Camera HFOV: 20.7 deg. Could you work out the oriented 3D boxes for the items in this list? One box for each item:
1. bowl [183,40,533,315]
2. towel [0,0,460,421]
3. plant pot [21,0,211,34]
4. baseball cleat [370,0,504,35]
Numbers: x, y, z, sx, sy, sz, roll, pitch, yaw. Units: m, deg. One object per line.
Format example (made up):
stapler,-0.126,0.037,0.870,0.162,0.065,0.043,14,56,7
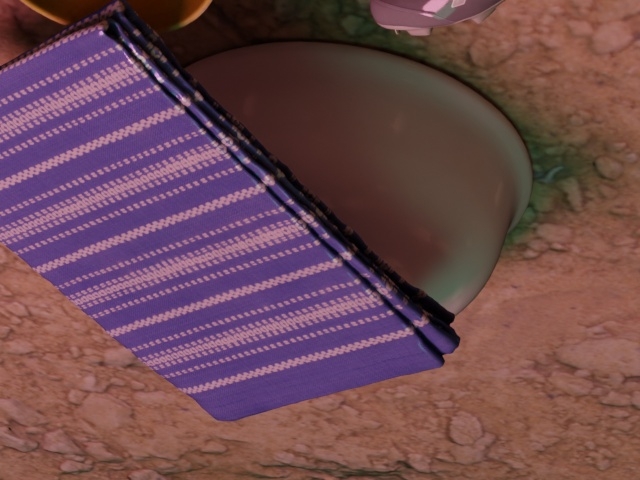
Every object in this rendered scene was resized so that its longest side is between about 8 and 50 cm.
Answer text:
bowl,0.000,0.000,1.253,0.297,0.134,0.298,7,148,4
towel,-0.092,-0.003,1.140,0.243,0.040,0.336,-20,127,41
plant pot,-0.117,-0.195,1.004,0.134,0.095,0.134,7,148,4
baseball cleat,0.107,-0.187,1.007,0.206,0.072,0.109,-15,128,26
